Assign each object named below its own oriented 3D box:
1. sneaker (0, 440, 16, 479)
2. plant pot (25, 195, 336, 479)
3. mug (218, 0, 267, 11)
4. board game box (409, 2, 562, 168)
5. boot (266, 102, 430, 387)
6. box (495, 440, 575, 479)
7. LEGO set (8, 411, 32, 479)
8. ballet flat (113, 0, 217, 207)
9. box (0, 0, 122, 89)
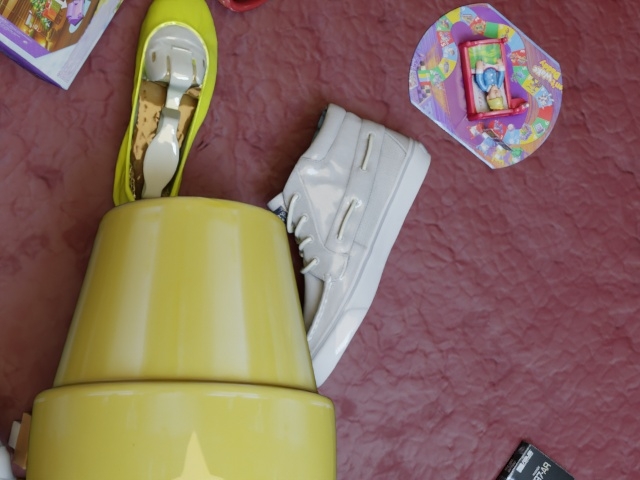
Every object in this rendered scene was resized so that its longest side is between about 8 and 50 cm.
[{"bbox_3d":[-0.342,0.041,0.878,0.210,0.137,0.366,-44,93,-8],"label":"sneaker"},{"bbox_3d":[-0.113,0.098,0.906,0.254,0.254,0.239,4,76,-15],"label":"plant pot"},{"bbox_3d":[-0.046,-0.301,0.973,0.169,0.150,0.113,-30,83,-31],"label":"mug"},{"bbox_3d":[0.175,-0.159,1.073,0.168,0.033,0.133,37,82,-13],"label":"board game box"},{"bbox_3d":[0.000,0.000,1.010,0.123,0.095,0.258,26,76,-8],"label":"boot"},{"bbox_3d":[0.214,0.260,1.100,0.067,0.018,0.083,39,82,-13],"label":"box"},{"bbox_3d":[-0.297,0.289,0.920,0.287,0.107,0.132,-46,101,-9],"label":"LEGO set"},{"bbox_3d":[-0.137,-0.123,0.969,0.077,0.077,0.231,12,88,-14],"label":"ballet flat"},{"bbox_3d":[-0.220,-0.304,0.900,0.293,0.057,0.201,-60,141,-7],"label":"box"}]
